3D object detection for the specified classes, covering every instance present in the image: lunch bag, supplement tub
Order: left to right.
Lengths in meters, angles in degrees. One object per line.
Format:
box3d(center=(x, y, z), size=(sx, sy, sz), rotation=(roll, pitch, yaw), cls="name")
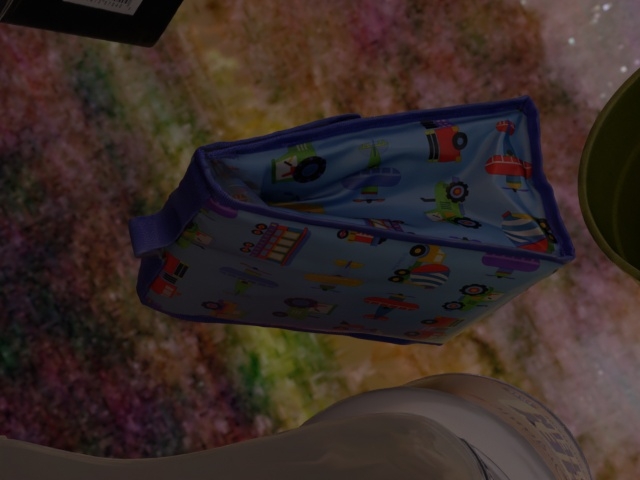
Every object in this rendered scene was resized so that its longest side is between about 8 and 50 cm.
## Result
box3d(center=(0.000, 0.000, 0.864), size=(0.221, 0.293, 0.138), rotation=(133, -50, -60), cls="lunch bag")
box3d(center=(0.078, 0.215, 0.817), size=(0.228, 0.228, 0.316), rotation=(63, 13, 11), cls="supplement tub")

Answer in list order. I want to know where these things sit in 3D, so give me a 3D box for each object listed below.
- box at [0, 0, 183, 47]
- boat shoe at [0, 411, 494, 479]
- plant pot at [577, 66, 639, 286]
box3d(center=(-0.197, -0.242, 0.791), size=(0.207, 0.108, 0.153), rotation=(46, 24, 22), cls="box")
box3d(center=(-0.050, 0.103, 0.341), size=(0.070, 0.219, 0.078), rotation=(60, 28, -52), cls="boat shoe")
box3d(center=(0.514, -0.001, 1.222), size=(0.353, 0.366, 0.366), rotation=(47, 11, -41), cls="plant pot")
